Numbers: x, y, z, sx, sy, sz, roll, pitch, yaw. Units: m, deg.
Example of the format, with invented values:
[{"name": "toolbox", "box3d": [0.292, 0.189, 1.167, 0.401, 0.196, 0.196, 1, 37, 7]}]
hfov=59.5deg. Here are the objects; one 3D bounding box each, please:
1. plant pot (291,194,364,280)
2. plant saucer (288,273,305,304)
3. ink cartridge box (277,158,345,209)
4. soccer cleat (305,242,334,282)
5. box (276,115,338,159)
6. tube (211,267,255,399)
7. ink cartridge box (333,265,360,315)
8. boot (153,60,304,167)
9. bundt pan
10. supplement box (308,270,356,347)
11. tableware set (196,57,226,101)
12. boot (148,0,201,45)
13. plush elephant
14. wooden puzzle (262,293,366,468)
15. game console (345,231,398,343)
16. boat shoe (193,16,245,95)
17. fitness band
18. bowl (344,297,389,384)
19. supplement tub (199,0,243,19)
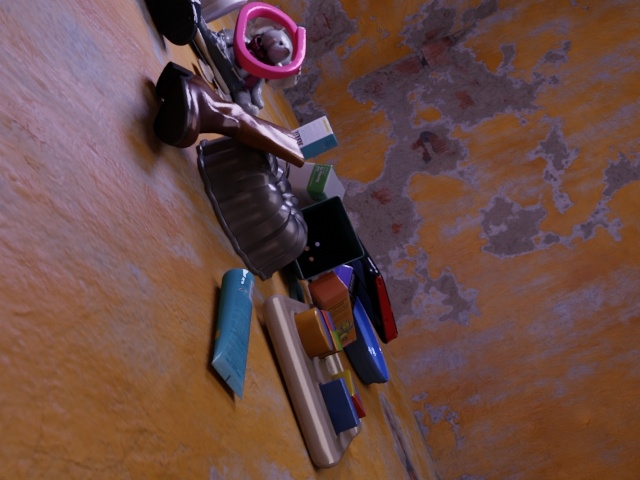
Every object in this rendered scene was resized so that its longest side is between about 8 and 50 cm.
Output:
[{"name": "plant pot", "box3d": [-0.016, 0.006, 1.468, 0.234, 0.166, 0.165, 144, -77, -78]}, {"name": "plant saucer", "box3d": [-0.054, 0.152, 1.370, 0.192, 0.018, 0.067, -103, 168, -61]}, {"name": "ink cartridge box", "box3d": [-0.056, -0.146, 1.525, 0.153, 0.209, 0.086, 54, 50, -63]}, {"name": "soccer cleat", "box3d": [-0.029, -0.017, 1.710, 0.108, 0.117, 0.318, -40, 106, -84]}, {"name": "box", "box3d": [-0.073, -0.306, 1.821, 0.060, 0.245, 0.100, 59, 10, -48]}, {"name": "tube", "box3d": [-0.125, 0.124, 0.811, 0.080, 0.052, 0.207, 56, 16, -32]}, {"name": "ink cartridge box", "box3d": [0.061, 0.181, 1.621, 0.208, 0.045, 0.206, 47, 54, -68]}, {"name": "boot", "box3d": [-0.154, -0.188, 1.004, 0.281, 0.096, 0.264, 26, 17, -31]}, {"name": "bundt pan", "box3d": [-0.127, -0.089, 1.193, 0.331, 0.124, 0.330, -25, 90, -83]}, {"name": "supplement box", "box3d": [0.034, 0.184, 1.421, 0.080, 0.078, 0.233, 48, -19, 37]}, {"name": "tableware set", "box3d": [-0.287, -0.409, 1.487, 0.168, 0.020, 0.141, -88, 155, -78]}, {"name": "boot", "box3d": [-0.326, -0.539, 1.307, 0.246, 0.094, 0.207, 61, 10, 6]}, {"name": "plush elephant", "box3d": [-0.192, -0.574, 1.778, 0.330, 0.256, 0.271, -102, 167, -60]}, {"name": "wooden puzzle", "box3d": [0.013, 0.265, 1.148, 0.348, 0.081, 0.321, 33, 36, -74]}, {"name": "game console", "box3d": [0.134, 0.112, 1.806, 0.386, 0.060, 0.341, -118, -174, -47]}, {"name": "boat shoe", "box3d": [-0.289, -0.526, 1.537, 0.254, 0.079, 0.095, 63, -10, -29]}, {"name": "fitness band", "box3d": [-0.148, -0.582, 1.633, 0.054, 0.209, 0.290, 128, -31, -52]}, {"name": "bowl", "box3d": [0.125, 0.314, 1.938, 0.391, 0.077, 0.390, -24, 90, -83]}, {"name": "supplement tub", "box3d": [-0.343, -0.775, 1.585, 0.191, 0.191, 0.272, -93, 158, -72]}]
